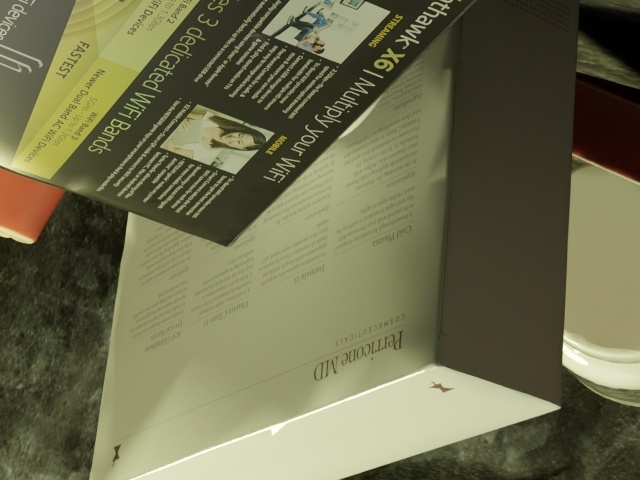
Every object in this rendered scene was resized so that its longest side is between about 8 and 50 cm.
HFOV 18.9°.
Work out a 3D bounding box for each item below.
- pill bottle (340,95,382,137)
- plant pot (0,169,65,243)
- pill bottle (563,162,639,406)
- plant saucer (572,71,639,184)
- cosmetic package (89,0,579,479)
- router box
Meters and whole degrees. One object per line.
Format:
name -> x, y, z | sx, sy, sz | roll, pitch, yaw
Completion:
pill bottle -> -0.113, -0.167, 1.042 | 0.323, 0.181, 0.181 | 20, 175, -24
plant pot -> -0.322, -0.141, 1.813 | 0.275, 0.243, 0.275 | 19, 176, 1
pill bottle -> 0.289, 0.041, 1.758 | 0.204, 0.204, 0.361 | 17, 176, 16
plant saucer -> 0.264, -0.054, 1.284 | 0.258, 0.048, 0.259 | 8, -164, -46
cosmetic package -> 0.000, 0.000, 1.186 | 0.097, 0.284, 0.377 | 22, 152, -29
router box -> -0.070, -0.138, 0.857 | 0.243, 0.081, 0.309 | 21, 139, -25
